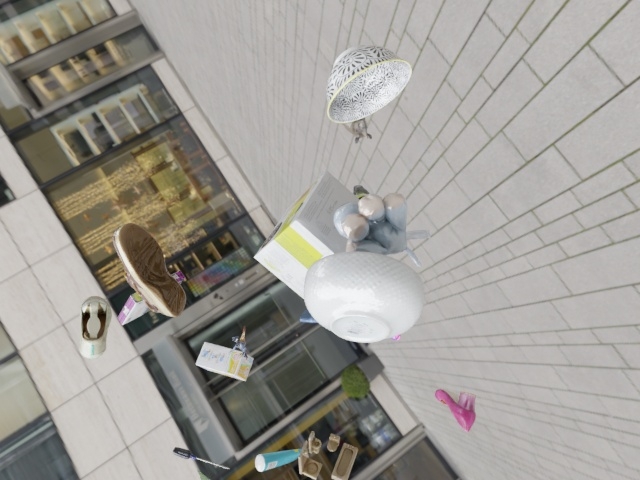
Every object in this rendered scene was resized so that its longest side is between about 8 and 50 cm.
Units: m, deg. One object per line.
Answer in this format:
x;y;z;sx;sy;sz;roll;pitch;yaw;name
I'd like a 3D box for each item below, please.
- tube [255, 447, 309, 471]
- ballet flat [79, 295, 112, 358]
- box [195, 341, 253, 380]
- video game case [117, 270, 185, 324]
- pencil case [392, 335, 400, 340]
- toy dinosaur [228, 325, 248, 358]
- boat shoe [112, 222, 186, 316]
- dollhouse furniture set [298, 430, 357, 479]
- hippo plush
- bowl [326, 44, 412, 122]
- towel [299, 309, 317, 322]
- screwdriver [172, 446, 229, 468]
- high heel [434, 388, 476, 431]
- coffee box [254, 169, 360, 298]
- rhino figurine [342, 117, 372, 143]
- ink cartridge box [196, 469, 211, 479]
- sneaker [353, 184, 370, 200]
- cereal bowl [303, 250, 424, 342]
-0.135;0.770;1.496;0.207;0.080;0.052;18;-141;-46;tube
-0.426;0.149;0.803;0.168;0.057;0.052;53;135;46;ballet flat
-0.412;0.525;1.834;0.203;0.103;0.114;8;154;21;box
-0.645;0.219;1.609;0.042;0.210;0.232;54;135;5;video game case
0.245;0.296;1.702;0.236;0.104;0.104;38;161;23;pencil case
-0.215;0.298;1.186;0.047;0.090;0.082;38;170;34;toy dinosaur
-0.515;0.096;1.221;0.123;0.123;0.342;-74;-25;-43;boat shoe
0.028;0.694;1.374;0.151;0.144;0.123;15;132;19;dollhouse furniture set
0.172;-0.071;1.356;0.236;0.294;0.234;-126;42;-57;hippo plush
0.073;-0.298;0.772;0.170;0.170;0.080;107;139;-75;bowl
-0.029;0.326;1.803;0.119;0.067;0.029;-6;120;37;towel
-0.340;0.625;1.201;0.170;0.025;0.024;21;129;4;screwdriver
0.451;0.576;1.440;0.082;0.117;0.244;21;160;-11;high heel
0.000;0.000;1.718;0.338;0.337;0.334;41;136;-12;coffee box
0.098;-0.372;1.275;0.106;0.073;0.243;82;167;-47;rhino figurine
-0.252;0.757;1.201;0.235;0.056;0.171;35;160;53;ink cartridge box
0.220;-0.138;1.919;0.300;0.111;0.121;62;-165;-50;sneaker
0.115;0.182;1.160;0.339;0.339;0.141;71;-158;-49;cereal bowl
